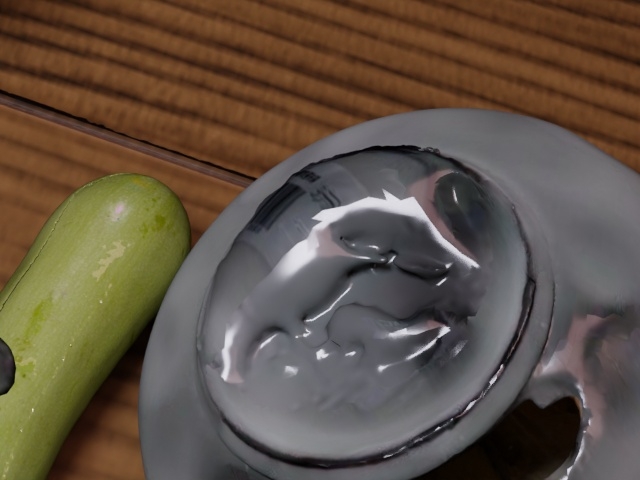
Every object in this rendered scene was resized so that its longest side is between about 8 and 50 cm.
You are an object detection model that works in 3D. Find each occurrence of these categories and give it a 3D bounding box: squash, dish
[{"bbox_3d":[-0.144,0.060,1.021,0.083,0.083,0.250,26,55,2],"label":"squash"},{"bbox_3d":[0.036,0.053,0.949,0.324,0.124,0.324,-13,55,19],"label":"dish"}]

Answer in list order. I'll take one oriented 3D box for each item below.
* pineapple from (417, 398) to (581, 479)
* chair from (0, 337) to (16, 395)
[{"bbox_3d":[0.112,0.095,1.070,0.186,0.114,0.236,26,43,3],"label":"pineapple"},{"bbox_3d":[-0.100,0.344,0.627,0.362,0.410,0.364,32,53,6],"label":"chair"}]
